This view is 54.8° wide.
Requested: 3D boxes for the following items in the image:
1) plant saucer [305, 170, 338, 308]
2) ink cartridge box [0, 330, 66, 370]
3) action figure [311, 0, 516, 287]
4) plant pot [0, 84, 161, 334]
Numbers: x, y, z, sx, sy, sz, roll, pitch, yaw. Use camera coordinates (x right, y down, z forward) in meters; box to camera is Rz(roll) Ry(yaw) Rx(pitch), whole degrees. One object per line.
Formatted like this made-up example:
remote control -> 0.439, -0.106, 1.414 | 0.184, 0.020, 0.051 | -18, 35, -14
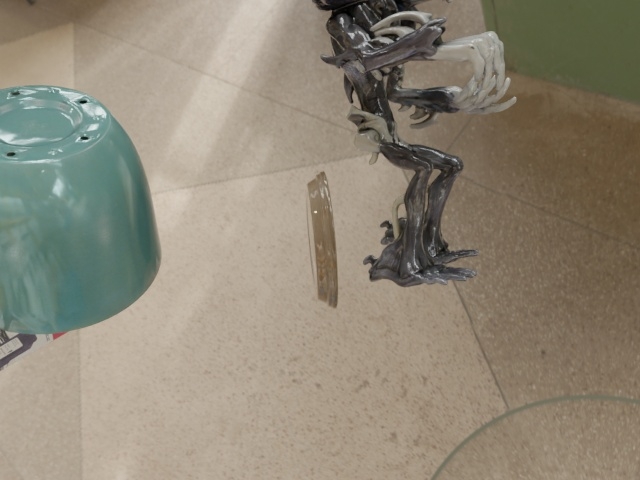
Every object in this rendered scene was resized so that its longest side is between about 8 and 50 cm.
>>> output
plant saucer -> 0.000, 0.000, 1.236 | 0.041, 0.278, 0.278 | -6, 56, -5
ink cartridge box -> -0.502, 0.110, 0.937 | 0.100, 0.172, 0.237 | 37, 49, 23
action figure -> 0.079, -0.112, 0.479 | 0.141, 0.164, 0.276 | -6, 97, 25
plant pot -> -0.365, -0.062, 0.829 | 0.293, 0.235, 0.293 | 7, 41, -6
